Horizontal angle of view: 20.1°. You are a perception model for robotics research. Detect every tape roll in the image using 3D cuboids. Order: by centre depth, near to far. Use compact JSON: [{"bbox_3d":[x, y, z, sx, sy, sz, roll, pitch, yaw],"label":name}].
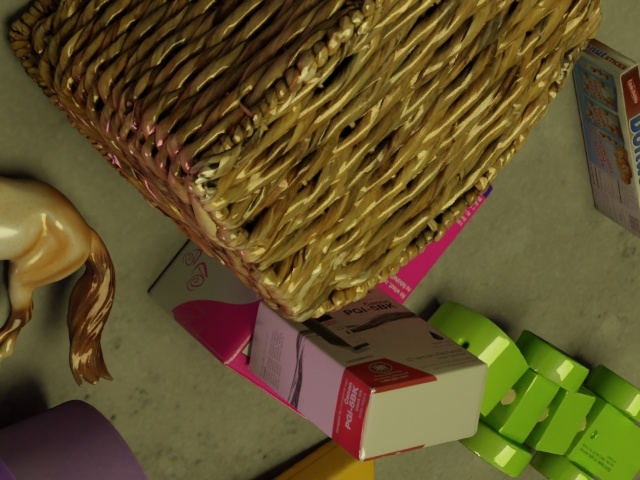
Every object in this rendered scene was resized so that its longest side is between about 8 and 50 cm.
[{"bbox_3d":[-0.171,0.211,1.241,0.080,0.189,0.189,-22,128,-26],"label":"tape roll"}]

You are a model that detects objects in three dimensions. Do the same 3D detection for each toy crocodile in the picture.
[{"bbox_3d":[0.196,0.145,1.569,0.340,0.105,0.115,28,97,-50],"label":"toy crocodile"}]

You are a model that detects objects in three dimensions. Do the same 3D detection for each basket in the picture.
[{"bbox_3d":[0.000,-0.127,1.154,0.299,0.223,0.213,-47,140,-7],"label":"basket"}]

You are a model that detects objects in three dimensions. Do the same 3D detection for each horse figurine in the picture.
[{"bbox_3d":[-0.223,0.008,1.162,0.263,0.066,0.174,25,105,-42],"label":"horse figurine"}]

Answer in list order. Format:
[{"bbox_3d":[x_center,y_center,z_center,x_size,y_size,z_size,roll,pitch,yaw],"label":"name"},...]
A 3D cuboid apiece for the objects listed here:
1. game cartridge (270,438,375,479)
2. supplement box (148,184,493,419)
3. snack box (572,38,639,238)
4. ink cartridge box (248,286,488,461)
[{"bbox_3d":[-0.059,0.354,1.501,0.285,0.052,0.324,-30,130,-32],"label":"game cartridge"},{"bbox_3d":[0.000,0.000,1.301,0.220,0.111,0.114,-50,135,-1],"label":"supplement box"},{"bbox_3d":[0.242,-0.082,1.477,0.022,0.064,0.178,-32,132,-17],"label":"snack box"},{"bbox_3d":[0.030,0.084,1.202,0.099,0.135,0.056,-9,118,-35],"label":"ink cartridge box"}]
